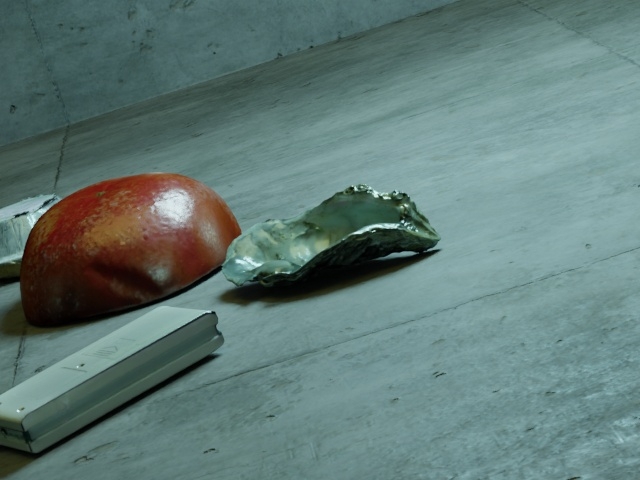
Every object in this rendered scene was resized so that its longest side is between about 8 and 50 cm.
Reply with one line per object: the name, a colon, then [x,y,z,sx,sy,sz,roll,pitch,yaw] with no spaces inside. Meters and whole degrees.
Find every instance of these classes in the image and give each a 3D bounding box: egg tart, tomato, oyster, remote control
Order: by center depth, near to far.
remote control: [-0.246,0.156,1.968,0.277,0.055,0.103,-30,19,-34]
oyster: [-0.001,-0.003,2.191,0.252,0.087,0.199,-27,26,-9]
tomato: [-0.282,-0.007,2.419,0.338,0.143,0.338,-18,16,5]
egg tart: [-0.460,-0.012,2.717,0.234,0.094,0.234,-18,14,5]
